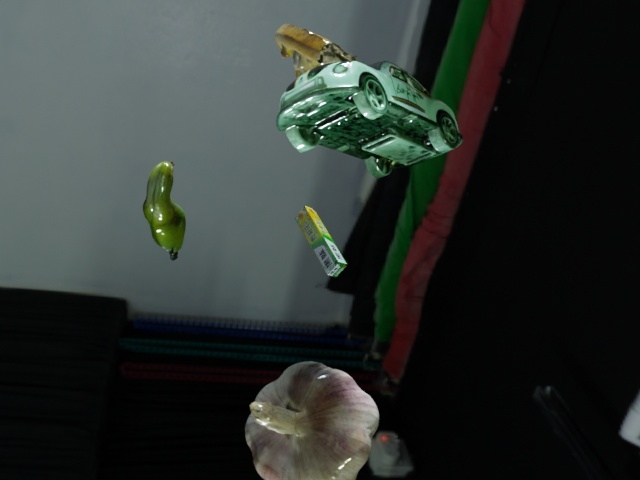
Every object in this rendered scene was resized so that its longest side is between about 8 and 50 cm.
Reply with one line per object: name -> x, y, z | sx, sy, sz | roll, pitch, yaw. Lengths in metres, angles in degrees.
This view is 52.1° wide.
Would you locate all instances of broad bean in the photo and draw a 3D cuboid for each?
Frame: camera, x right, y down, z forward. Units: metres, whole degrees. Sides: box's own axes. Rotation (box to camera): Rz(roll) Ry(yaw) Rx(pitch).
broad bean -> -0.230, -0.035, 0.970 | 0.214, 0.048, 0.070 | 105, 9, -56

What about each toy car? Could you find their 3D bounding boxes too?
toy car -> 0.069, -0.178, 0.896 | 0.136, 0.306, 0.125 | -20, -111, 38

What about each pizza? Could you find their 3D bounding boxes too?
pizza -> 0.010, -0.328, 1.251 | 0.089, 0.223, 0.323 | -57, -157, 9

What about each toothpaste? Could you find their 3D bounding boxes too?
toothpaste -> 0.000, 0.000, 1.456 | 0.043, 0.037, 0.178 | -46, -127, 22

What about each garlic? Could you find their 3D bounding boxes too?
garlic -> -0.041, 0.319, 1.147 | 0.253, 0.245, 0.245 | 47, 34, -53
